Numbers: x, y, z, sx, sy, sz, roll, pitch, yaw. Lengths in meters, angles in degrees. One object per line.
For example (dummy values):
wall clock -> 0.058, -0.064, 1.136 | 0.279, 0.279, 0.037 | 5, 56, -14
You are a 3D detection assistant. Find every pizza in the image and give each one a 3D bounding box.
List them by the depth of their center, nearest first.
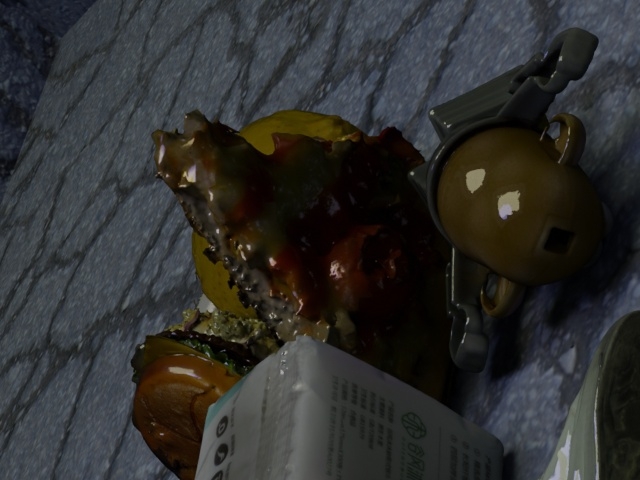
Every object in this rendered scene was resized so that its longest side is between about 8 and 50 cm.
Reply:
pizza -> 0.000, 0.000, 1.958 | 0.130, 0.406, 0.440 | -32, 42, 33

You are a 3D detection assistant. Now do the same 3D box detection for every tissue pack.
tissue pack -> 0.019, 0.302, 1.723 | 0.194, 0.266, 0.356 | -43, 26, 38

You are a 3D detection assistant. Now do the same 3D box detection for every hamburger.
hamburger -> -0.108, 0.192, 2.213 | 0.138, 0.243, 0.261 | -47, -16, -44

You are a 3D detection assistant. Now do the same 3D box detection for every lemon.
lemon -> -0.028, -0.011, 2.269 | 0.253, 0.253, 0.310 | -110, 39, -64

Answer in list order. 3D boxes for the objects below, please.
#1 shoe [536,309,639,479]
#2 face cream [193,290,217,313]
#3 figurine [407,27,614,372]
shoe -> 0.224, 0.220, 1.577 | 0.159, 0.124, 0.316 | -38, 30, 58
face cream -> -0.097, 0.033, 2.586 | 0.092, 0.092, 0.311 | -13, 50, 63
figurine -> 0.191, -0.045, 1.916 | 0.285, 0.167, 0.342 | -123, 28, -72
